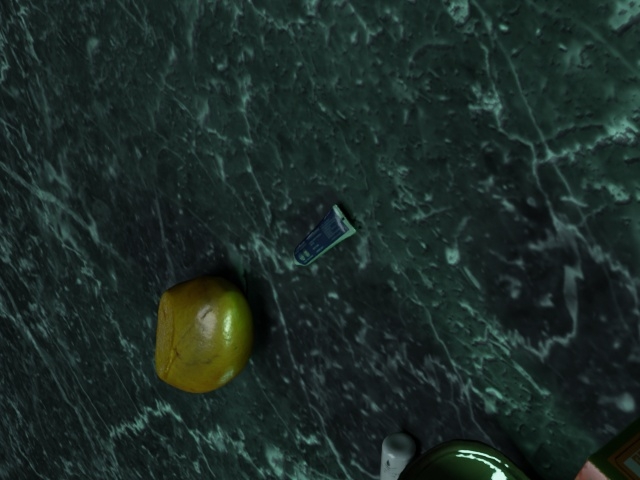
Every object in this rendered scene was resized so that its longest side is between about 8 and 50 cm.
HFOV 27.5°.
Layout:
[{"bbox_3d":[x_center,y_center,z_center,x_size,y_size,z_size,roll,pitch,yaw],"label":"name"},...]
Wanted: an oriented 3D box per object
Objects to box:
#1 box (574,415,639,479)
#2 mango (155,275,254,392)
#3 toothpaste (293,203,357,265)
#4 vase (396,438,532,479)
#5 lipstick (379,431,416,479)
[{"bbox_3d":[0.301,0.253,1.052,0.195,0.148,0.177,43,145,26],"label":"box"},{"bbox_3d":[-0.143,0.111,1.646,0.217,0.102,0.141,125,134,-55],"label":"mango"},{"bbox_3d":[0.000,0.000,1.406,0.037,0.021,0.140,51,148,1],"label":"toothpaste"},{"bbox_3d":[0.189,0.389,1.311,0.329,0.241,0.302,24,128,5],"label":"vase"},{"bbox_3d":[0.087,0.277,1.502,0.040,0.040,0.141,37,142,34],"label":"lipstick"}]
